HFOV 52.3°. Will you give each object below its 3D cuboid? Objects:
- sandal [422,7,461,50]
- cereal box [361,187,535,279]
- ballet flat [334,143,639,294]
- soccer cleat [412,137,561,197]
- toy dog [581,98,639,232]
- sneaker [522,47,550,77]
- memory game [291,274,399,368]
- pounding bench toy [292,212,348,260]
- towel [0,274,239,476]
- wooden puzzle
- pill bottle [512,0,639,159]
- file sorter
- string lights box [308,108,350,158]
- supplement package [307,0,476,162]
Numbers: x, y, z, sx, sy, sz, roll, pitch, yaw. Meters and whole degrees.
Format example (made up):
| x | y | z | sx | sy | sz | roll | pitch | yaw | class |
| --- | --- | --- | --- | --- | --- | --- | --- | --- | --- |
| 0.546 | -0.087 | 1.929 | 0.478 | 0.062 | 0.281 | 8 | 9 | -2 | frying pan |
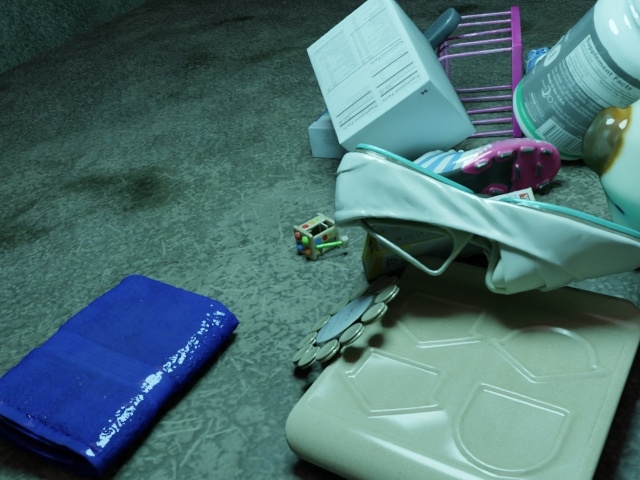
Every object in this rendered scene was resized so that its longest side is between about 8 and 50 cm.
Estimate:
| x | y | z | sx | sy | sz | roll | pitch | yaw | class |
| --- | --- | --- | --- | --- | --- | --- | --- | --- | --- |
| 0.216 | -0.398 | 1.437 | 0.254 | 0.054 | 0.097 | -37 | 27 | 38 | sandal |
| 0.186 | -0.005 | 0.981 | 0.240 | 0.173 | 0.047 | -13 | 73 | -5 | cereal box |
| 0.198 | -0.004 | 0.831 | 0.400 | 0.139 | 0.139 | 20 | 40 | 14 | ballet flat |
| 0.265 | -0.132 | 1.193 | 0.331 | 0.116 | 0.143 | -14 | 33 | -6 | soccer cleat |
| 0.534 | -0.119 | 0.864 | 0.408 | 0.395 | 0.284 | -27 | 48 | -35 | toy dog |
| 0.468 | -0.376 | 1.403 | 0.080 | 0.081 | 0.211 | -7 | 0 | 7 | sneaker |
| 0.035 | 0.109 | 0.885 | 0.186 | 0.012 | 0.186 | -38 | 8 | 7 | memory game |
| 0.000 | 0.000 | 1.121 | 0.065 | 0.052 | 0.083 | -29 | 37 | -27 | pounding bench toy |
| -0.285 | 0.178 | 0.914 | 0.228 | 0.076 | 0.308 | 16 | 40 | 24 | towel |
| 0.178 | 0.175 | 0.782 | 0.322 | 0.080 | 0.348 | 12 | 43 | 32 | wooden puzzle |
| 0.522 | -0.312 | 1.147 | 0.204 | 0.361 | 0.204 | 8 | 64 | -17 | pill bottle |
| 0.361 | -0.381 | 1.478 | 0.182 | 0.202 | 0.290 | -1 | 33 | 16 | file sorter |
| 0.088 | -0.281 | 1.514 | 0.133 | 0.076 | 0.259 | 7 | 36 | 25 | string lights box |
| 0.132 | -0.292 | 1.263 | 0.198 | 0.199 | 0.262 | -33 | 54 | 23 | supplement package |
